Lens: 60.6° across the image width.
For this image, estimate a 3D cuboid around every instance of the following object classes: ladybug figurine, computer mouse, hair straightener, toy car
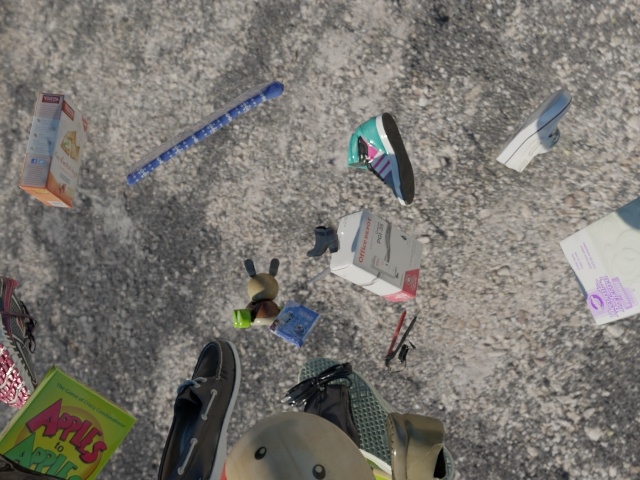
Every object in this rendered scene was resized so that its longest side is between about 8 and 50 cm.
[{"bbox_3d":[-0.053,0.503,0.870,0.305,0.162,0.449,6,101,17],"label":"ladybug figurine"},{"bbox_3d":[0.004,0.392,1.223,0.188,0.072,0.272,-30,35,8],"label":"computer mouse"},{"bbox_3d":[0.278,0.342,1.813,0.089,0.230,0.047,25,145,6],"label":"hair straightener"},{"bbox_3d":[-0.164,0.144,1.539,0.149,0.155,0.188,159,108,-69],"label":"toy car"}]

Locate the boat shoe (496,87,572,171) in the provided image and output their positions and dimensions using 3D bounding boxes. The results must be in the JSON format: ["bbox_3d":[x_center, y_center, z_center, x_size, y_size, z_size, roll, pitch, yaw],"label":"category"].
[{"bbox_3d":[0.511,-0.244,1.277,0.088,0.096,0.267,34,150,3],"label":"boat shoe"}]

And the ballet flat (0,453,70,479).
[{"bbox_3d":[-0.217,0.198,0.384,0.250,0.084,0.058,16,88,20],"label":"ballet flat"}]

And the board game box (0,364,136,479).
[{"bbox_3d":[-0.268,0.219,0.508,0.181,0.092,0.043,-56,20,-20],"label":"board game box"}]

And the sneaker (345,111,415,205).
[{"bbox_3d":[0.174,-0.237,1.720,0.178,0.124,0.295,-9,109,36],"label":"sneaker"}]

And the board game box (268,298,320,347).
[{"bbox_3d":[-0.061,0.195,1.300,0.090,0.020,0.090,23,64,27],"label":"board game box"}]

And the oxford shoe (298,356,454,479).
[{"bbox_3d":[0.126,0.460,1.369,0.449,0.130,0.169,32,75,22],"label":"oxford shoe"}]

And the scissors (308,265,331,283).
[{"bbox_3d":[0.090,0.072,1.901,0.109,0.021,0.297,43,80,-1],"label":"scissors"}]

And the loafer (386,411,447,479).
[{"bbox_3d":[0.087,0.202,0.491,0.050,0.148,0.056,-5,49,7],"label":"loafer"}]

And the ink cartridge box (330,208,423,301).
[{"bbox_3d":[0.190,0.054,1.805,0.117,0.283,0.207,-20,50,51],"label":"ink cartridge box"}]

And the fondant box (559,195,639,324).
[{"bbox_3d":[0.756,0.044,1.303,0.330,0.096,0.238,124,132,-64],"label":"fondant box"}]

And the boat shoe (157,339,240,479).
[{"bbox_3d":[-0.091,0.126,0.408,0.046,0.038,0.125,-30,39,35],"label":"boat shoe"}]

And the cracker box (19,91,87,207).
[{"bbox_3d":[-0.628,-0.210,1.303,0.067,0.156,0.232,5,78,-3],"label":"cracker box"}]

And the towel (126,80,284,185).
[{"bbox_3d":[-0.231,-0.215,1.090,0.040,0.336,0.243,58,173,-19],"label":"towel"}]

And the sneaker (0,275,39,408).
[{"bbox_3d":[-0.645,0.206,1.147,0.121,0.112,0.299,-31,80,30],"label":"sneaker"}]

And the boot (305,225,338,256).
[{"bbox_3d":[0.000,0.000,1.637,0.118,0.042,0.087,-10,111,19],"label":"boot"}]

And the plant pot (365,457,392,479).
[{"bbox_3d":[0.163,0.710,1.697,0.227,0.207,0.228,26,104,-13],"label":"plant pot"}]
